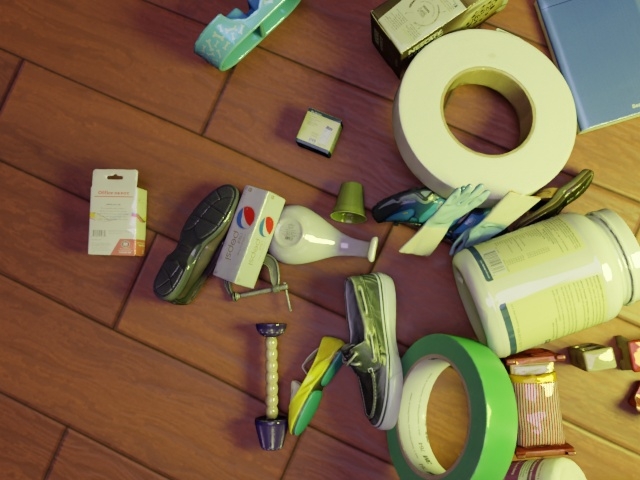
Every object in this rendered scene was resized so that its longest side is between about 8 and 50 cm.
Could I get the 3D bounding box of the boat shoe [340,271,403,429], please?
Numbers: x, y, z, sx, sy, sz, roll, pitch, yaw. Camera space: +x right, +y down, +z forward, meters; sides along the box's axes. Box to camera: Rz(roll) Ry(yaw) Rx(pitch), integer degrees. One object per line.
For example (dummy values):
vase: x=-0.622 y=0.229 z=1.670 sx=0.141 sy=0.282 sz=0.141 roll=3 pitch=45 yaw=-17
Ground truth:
boat shoe: x=0.097 y=0.235 z=1.352 sx=0.119 sy=0.121 sz=0.335 roll=2 pitch=75 yaw=-21

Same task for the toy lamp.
toy lamp: x=-0.108 y=0.323 z=1.398 sx=0.080 sy=0.080 sz=0.275 roll=0 pitch=84 yaw=5

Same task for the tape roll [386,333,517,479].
tape roll: x=0.247 y=0.349 z=1.243 sx=0.077 sy=0.321 sz=0.321 roll=13 pitch=87 yaw=-26

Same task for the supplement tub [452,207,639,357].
supplement tub: x=0.458 y=0.082 z=1.280 sx=0.324 sy=0.235 sz=0.236 roll=-20 pitch=84 yaw=4

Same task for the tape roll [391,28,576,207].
tape roll: x=0.346 y=-0.263 z=1.333 sx=0.391 sy=0.072 sz=0.392 roll=2 pitch=75 yaw=-6

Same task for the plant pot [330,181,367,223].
plant pot: x=0.068 y=-0.088 z=1.414 sx=0.083 sy=0.083 sz=0.079 roll=6 pitch=73 yaw=6

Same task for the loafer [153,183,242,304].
loafer: x=-0.267 y=0.013 z=1.440 sx=0.109 sy=0.095 sz=0.303 roll=29 pitch=84 yaw=37

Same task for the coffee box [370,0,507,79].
coffee box: x=0.263 y=-0.505 z=1.375 sx=0.297 sy=0.168 sz=0.119 roll=-34 pitch=83 yaw=2

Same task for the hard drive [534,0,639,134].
hard drive: x=0.629 y=-0.419 z=1.398 sx=0.210 sy=0.040 sz=0.319 roll=-17 pitch=84 yaw=4

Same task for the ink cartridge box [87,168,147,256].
ink cartridge box: x=-0.470 y=-0.064 z=1.463 sx=0.115 sy=0.067 sz=0.198 roll=2 pitch=88 yaw=5

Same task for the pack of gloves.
pack of gloves: x=0.295 y=-0.046 z=1.282 sx=0.195 sy=0.232 sz=0.046 roll=7 pitch=52 yaw=-28

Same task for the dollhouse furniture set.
dollhouse furniture set: x=0.563 y=0.314 z=1.294 sx=0.373 sy=0.152 sz=0.201 roll=-8 pitch=85 yaw=5

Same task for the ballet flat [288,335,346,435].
ballet flat: x=-0.021 y=0.316 z=1.398 sx=0.077 sy=0.077 sz=0.231 roll=29 pitch=86 yaw=28

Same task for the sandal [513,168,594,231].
sandal: x=0.499 y=-0.089 z=1.367 sx=0.219 sy=0.090 sz=0.060 roll=-41 pitch=63 yaw=-1

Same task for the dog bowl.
dog bowl: x=-0.154 y=-0.502 z=1.423 sx=0.297 sy=0.166 sz=0.074 roll=-43 pitch=94 yaw=1

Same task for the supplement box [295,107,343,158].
supplement box: x=-0.002 y=-0.245 z=1.437 sx=0.083 sy=0.056 sz=0.083 roll=23 pitch=88 yaw=7

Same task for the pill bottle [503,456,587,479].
pill bottle: x=0.362 y=0.526 z=1.239 sx=0.301 sy=0.169 sz=0.169 roll=-22 pitch=83 yaw=39

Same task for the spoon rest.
spoon rest: x=0.000 y=0.000 z=1.419 sx=0.276 sy=0.084 sz=0.137 roll=12 pitch=86 yaw=20

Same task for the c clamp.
c clamp: x=-0.149 y=0.100 z=1.434 sx=0.160 sy=0.022 sz=0.137 roll=-6 pitch=85 yaw=15

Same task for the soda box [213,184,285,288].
soda box: x=-0.158 y=-0.008 z=1.400 sx=0.073 sy=0.069 sz=0.216 roll=18 pitch=87 yaw=35

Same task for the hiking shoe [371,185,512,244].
hiking shoe: x=0.265 y=-0.051 z=1.369 sx=0.303 sy=0.113 sz=0.132 roll=-6 pitch=85 yaw=5
